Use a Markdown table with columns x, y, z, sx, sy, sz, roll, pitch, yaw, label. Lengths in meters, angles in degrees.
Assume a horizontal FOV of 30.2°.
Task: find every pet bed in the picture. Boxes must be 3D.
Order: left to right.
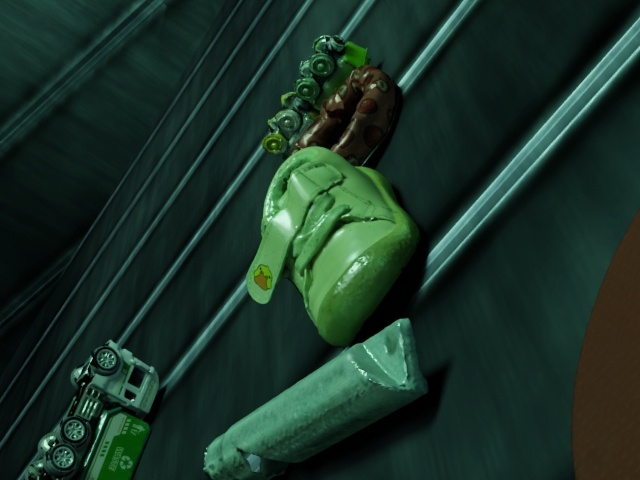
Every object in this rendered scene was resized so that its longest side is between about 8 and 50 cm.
| x | y | z | sx | sy | sz | roll | pitch | yaw | label |
| --- | --- | --- | --- | --- | --- | --- | --- | --- | --- |
| 0.020 | -0.110 | 1.344 | 0.201 | 0.053 | 0.201 | -48 | 19 | 23 | pet bed |

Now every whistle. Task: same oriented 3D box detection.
| x | y | z | sx | sy | sz | roll | pitch | yaw | label |
| --- | --- | --- | --- | --- | --- | --- | --- | --- | --- |
| -0.008 | 0.145 | 0.976 | 0.312 | 0.062 | 0.062 | -40 | 26 | 51 | whistle |

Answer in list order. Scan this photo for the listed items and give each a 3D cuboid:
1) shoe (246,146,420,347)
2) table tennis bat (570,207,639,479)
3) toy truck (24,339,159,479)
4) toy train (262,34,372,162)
| x | y | z | sx | sy | sz | roll | pitch | yaw | label |
| --- | --- | --- | --- | --- | --- | --- | --- | --- | --- |
| 0.006 | 0.004 | 1.101 | 0.262 | 0.128 | 0.140 | -90 | 19 | -65 | shoe |
| 0.201 | 0.062 | 0.501 | 0.268 | 0.051 | 0.415 | -51 | 17 | 32 | table tennis bat |
| -0.300 | 0.264 | 1.559 | 0.114 | 0.124 | 0.253 | -38 | 26 | 53 | toy truck |
| -0.006 | -0.171 | 1.488 | 0.202 | 0.081 | 0.060 | -56 | 14 | 43 | toy train |
